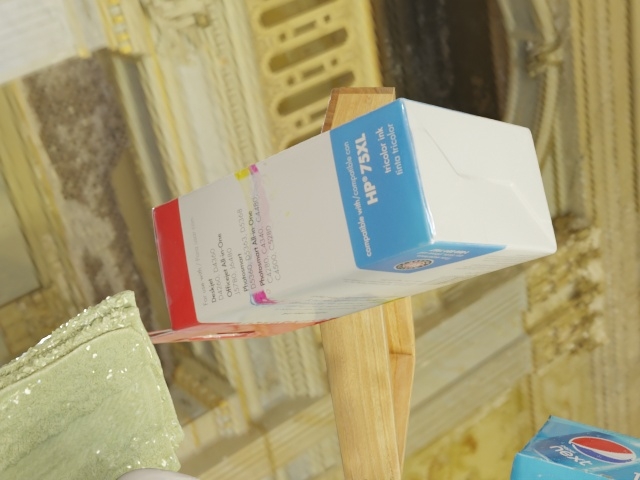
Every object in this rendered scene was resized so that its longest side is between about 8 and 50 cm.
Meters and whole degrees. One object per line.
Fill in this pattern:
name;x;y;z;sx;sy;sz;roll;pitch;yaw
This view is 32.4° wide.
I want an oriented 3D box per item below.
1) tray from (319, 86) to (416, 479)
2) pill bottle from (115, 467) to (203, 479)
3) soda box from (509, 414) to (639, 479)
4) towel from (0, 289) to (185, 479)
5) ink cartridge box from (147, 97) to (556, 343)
tray;0.050;0.060;1.203;0.076;0.203;0.411;1;-48;10
pill bottle;-0.069;0.212;0.424;0.121;0.221;0.121;19;-24;9
soda box;0.115;0.196;0.509;0.071;0.067;0.210;12;-78;23
towel;-0.129;0.100;0.513;0.027;0.148;0.110;16;-50;41
ink cartridge box;0.000;0.000;0.637;0.231;0.134;0.078;-20;-104;36
